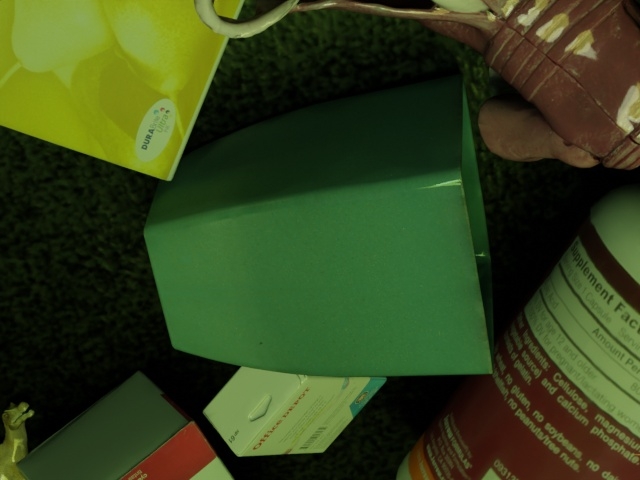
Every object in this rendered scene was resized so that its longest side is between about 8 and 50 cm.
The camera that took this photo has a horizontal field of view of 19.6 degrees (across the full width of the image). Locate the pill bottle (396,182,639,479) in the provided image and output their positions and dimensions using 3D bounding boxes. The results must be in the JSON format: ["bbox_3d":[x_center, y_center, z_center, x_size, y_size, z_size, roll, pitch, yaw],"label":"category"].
[{"bbox_3d":[0.248,0.100,1.392,0.224,0.224,0.392,27,112,-19],"label":"pill bottle"}]

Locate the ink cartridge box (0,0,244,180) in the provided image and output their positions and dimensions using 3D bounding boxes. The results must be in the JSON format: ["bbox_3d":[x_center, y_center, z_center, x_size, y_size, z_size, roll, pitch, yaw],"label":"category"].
[{"bbox_3d":[-0.193,-0.223,1.264,0.307,0.072,0.303,16,116,-16],"label":"ink cartridge box"}]

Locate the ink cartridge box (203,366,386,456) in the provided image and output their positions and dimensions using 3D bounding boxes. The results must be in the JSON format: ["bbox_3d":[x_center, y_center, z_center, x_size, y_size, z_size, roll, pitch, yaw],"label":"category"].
[{"bbox_3d":[-0.019,0.120,1.436,0.088,0.052,0.122,-50,154,19],"label":"ink cartridge box"}]

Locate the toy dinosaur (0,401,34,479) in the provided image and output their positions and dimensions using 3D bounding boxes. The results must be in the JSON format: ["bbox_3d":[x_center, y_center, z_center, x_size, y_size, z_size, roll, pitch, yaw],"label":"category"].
[{"bbox_3d":[-0.265,0.209,1.508,0.093,0.053,0.183,34,103,-5],"label":"toy dinosaur"}]

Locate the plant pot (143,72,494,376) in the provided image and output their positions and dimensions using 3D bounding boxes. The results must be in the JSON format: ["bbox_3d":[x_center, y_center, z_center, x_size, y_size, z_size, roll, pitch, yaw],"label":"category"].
[{"bbox_3d":[0.000,0.000,1.352,0.234,0.165,0.165,-7,119,8],"label":"plant pot"}]

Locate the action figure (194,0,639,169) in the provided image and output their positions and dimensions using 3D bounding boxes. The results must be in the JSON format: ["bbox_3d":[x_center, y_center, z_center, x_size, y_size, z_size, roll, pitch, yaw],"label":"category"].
[{"bbox_3d":[0.150,-0.155,1.193,0.370,0.276,0.248,40,121,3],"label":"action figure"}]

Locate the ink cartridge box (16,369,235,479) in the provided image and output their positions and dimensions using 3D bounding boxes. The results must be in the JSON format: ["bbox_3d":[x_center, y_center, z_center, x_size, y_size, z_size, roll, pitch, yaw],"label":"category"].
[{"bbox_3d":[-0.127,0.221,1.454,0.127,0.128,0.176,-38,117,-12],"label":"ink cartridge box"}]
